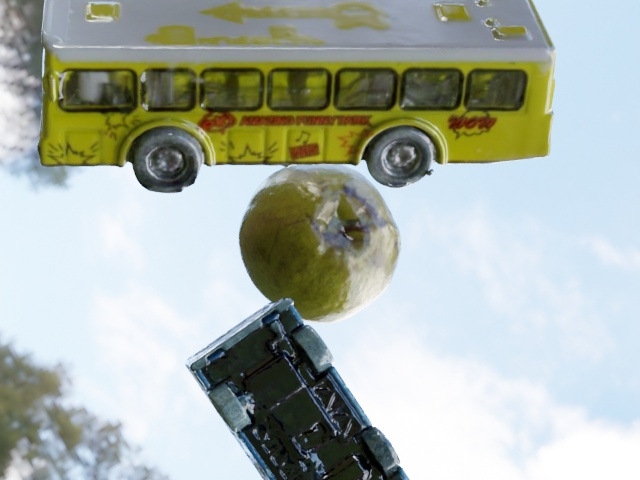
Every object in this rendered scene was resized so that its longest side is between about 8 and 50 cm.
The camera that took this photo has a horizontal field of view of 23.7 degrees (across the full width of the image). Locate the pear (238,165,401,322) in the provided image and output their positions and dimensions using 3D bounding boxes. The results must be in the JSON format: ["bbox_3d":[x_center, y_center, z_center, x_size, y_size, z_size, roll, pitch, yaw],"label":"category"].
[{"bbox_3d":[0.000,0.000,1.374,0.149,0.149,0.162,61,-10,1],"label":"pear"}]

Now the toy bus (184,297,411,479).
[{"bbox_3d":[-0.010,0.138,1.075,0.184,0.090,0.106,57,-11,-4],"label":"toy bus"}]

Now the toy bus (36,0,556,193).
[{"bbox_3d":[-0.011,-0.070,0.675,0.081,0.226,0.074,-97,-171,-53],"label":"toy bus"}]
